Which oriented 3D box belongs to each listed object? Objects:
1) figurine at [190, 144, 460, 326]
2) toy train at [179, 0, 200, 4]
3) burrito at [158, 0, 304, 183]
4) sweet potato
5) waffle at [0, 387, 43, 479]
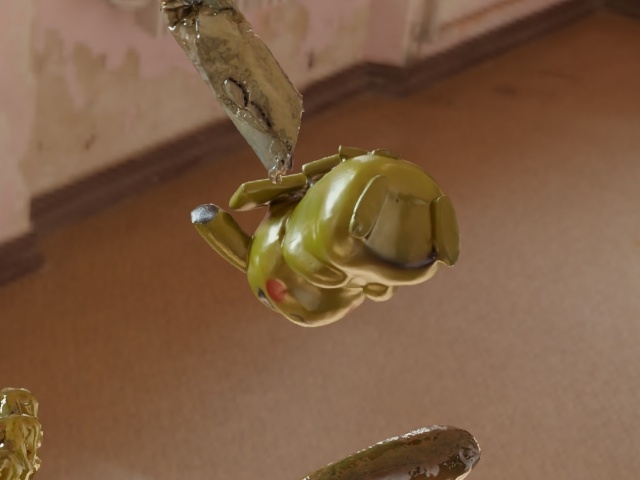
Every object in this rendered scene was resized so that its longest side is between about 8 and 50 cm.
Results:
[{"bbox_3d":[0.004,-0.002,1.862,0.218,0.327,0.169,20,58,-28],"label":"figurine"},{"bbox_3d":[-0.073,-0.217,0.714,0.091,0.227,0.136,-11,8,-15],"label":"toy train"},{"bbox_3d":[-0.048,-0.103,1.003,0.055,0.041,0.149,-27,73,-30],"label":"burrito"},{"bbox_3d":[0.055,0.267,1.835,0.273,0.075,0.075,-17,32,-16],"label":"sweet potato"},{"bbox_3d":[-0.386,0.203,1.292,0.324,0.151,0.261,2,21,7],"label":"waffle"}]
